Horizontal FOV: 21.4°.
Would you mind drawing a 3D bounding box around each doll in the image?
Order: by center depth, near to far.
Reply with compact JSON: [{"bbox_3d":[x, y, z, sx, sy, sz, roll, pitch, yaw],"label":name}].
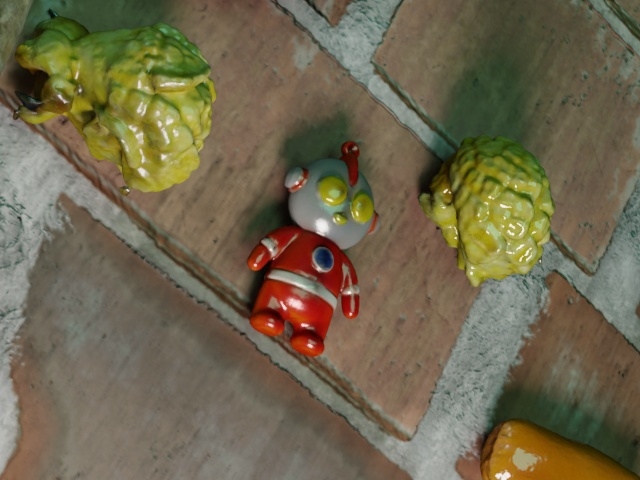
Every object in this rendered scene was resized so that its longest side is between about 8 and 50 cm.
[{"bbox_3d":[0.000,0.000,1.818,0.142,0.076,0.245,31,69,-26],"label":"doll"}]

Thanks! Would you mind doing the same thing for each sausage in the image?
[{"bbox_3d":[0.283,0.276,1.942,0.238,0.098,0.098,26,67,-25],"label":"sausage"}]

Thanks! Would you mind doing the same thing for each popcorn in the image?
[{"bbox_3d":[-0.201,-0.140,1.670,0.195,0.168,0.173,12,62,6],"label":"popcorn"},{"bbox_3d":[0.199,-0.030,1.914,0.142,0.173,0.173,-11,86,-27],"label":"popcorn"}]

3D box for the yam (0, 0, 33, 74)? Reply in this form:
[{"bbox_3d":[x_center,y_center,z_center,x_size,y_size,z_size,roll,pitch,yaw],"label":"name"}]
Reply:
[{"bbox_3d":[-0.354,-0.196,1.589,0.133,0.133,0.330,36,58,-23],"label":"yam"}]
